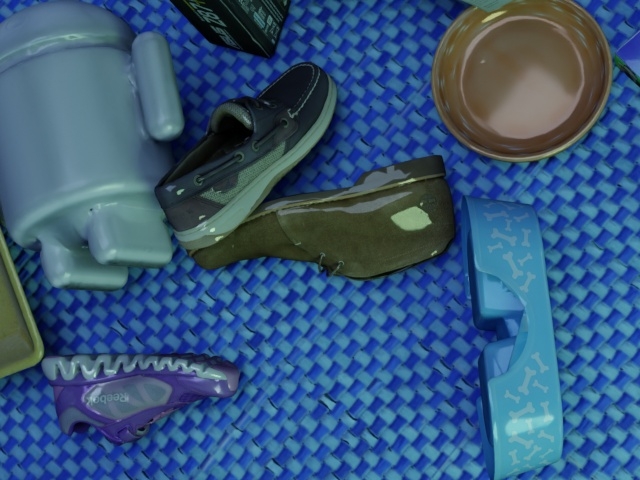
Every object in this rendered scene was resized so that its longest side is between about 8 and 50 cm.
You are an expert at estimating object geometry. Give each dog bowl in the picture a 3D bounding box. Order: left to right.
[{"bbox_3d":[0.195,0.097,1.388,0.074,0.166,0.297,-4,77,2],"label":"dog bowl"}]

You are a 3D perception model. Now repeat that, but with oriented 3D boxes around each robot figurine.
[{"bbox_3d":[-0.278,-0.121,1.532,0.300,0.200,0.353,-24,73,26],"label":"robot figurine"}]

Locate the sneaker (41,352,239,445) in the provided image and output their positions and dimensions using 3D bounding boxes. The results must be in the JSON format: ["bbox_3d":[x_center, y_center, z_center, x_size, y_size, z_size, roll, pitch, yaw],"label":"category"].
[{"bbox_3d":[-0.200,0.177,1.512,0.236,0.095,0.104,-3,84,19],"label":"sneaker"}]

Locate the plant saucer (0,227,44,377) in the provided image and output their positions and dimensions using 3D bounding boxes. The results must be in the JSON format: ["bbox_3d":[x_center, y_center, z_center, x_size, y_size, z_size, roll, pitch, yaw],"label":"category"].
[{"bbox_3d":[-0.504,0.038,1.591,0.333,0.081,0.333,-21,86,12],"label":"plant saucer"}]

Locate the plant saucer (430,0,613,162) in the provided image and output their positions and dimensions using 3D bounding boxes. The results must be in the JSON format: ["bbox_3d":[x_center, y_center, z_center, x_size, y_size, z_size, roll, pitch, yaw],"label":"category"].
[{"bbox_3d":[0.223,-0.180,1.498,0.200,0.037,0.200,-3,77,15],"label":"plant saucer"}]

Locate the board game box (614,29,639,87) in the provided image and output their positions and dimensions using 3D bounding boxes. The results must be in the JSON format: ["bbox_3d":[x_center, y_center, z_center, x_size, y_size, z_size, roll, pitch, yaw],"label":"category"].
[{"bbox_3d":[0.503,-0.227,1.430,0.317,0.046,0.213,-42,73,3],"label":"board game box"}]

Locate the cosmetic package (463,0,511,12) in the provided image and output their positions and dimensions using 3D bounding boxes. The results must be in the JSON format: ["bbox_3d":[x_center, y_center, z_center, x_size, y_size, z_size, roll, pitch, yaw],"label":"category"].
[{"bbox_3d":[0.119,-0.473,1.455,0.284,0.097,0.377,19,73,-26],"label":"cosmetic package"}]

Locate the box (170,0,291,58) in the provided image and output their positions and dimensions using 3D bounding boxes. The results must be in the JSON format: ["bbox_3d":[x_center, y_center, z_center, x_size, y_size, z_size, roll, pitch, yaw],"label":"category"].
[{"bbox_3d":[-0.097,-0.411,1.442,0.097,0.395,0.318,17,84,18],"label":"box"}]

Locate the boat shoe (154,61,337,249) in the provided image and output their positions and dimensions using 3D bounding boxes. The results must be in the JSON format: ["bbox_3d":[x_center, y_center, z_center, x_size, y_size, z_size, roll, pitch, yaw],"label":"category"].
[{"bbox_3d":[-0.079,-0.113,1.475,0.103,0.092,0.285,3,45,44],"label":"boat shoe"}]

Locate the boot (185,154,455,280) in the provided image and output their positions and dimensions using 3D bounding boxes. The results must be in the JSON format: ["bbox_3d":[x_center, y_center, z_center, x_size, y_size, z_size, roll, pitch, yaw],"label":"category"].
[{"bbox_3d":[0.000,0.000,1.489,0.305,0.112,0.115,-15,89,11],"label":"boot"}]
